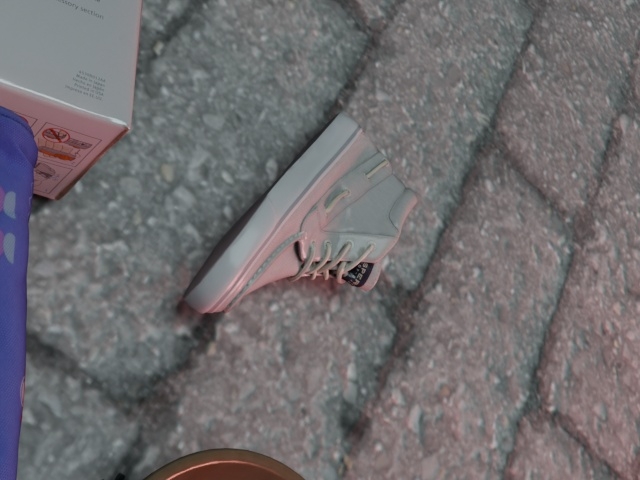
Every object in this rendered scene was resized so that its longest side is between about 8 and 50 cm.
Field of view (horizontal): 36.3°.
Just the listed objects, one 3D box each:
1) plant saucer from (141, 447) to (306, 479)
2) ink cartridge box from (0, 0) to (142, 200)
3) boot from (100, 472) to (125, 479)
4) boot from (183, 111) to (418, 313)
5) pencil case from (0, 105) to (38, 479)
[{"bbox_3d":[-0.068,0.282,0.655,0.278,0.041,0.277,18,64,-43],"label":"plant saucer"},{"bbox_3d":[-0.284,-0.209,0.669,0.310,0.130,0.271,19,58,-31],"label":"ink cartridge box"},{"bbox_3d":[-0.155,0.221,0.643,0.099,0.045,0.121,-1,74,-44],"label":"boot"},{"bbox_3d":[0.000,0.000,0.820,0.123,0.095,0.258,44,49,-6],"label":"boot"},{"bbox_3d":[-0.215,0.072,0.475,0.133,0.119,0.306,13,63,-32],"label":"pencil case"}]
